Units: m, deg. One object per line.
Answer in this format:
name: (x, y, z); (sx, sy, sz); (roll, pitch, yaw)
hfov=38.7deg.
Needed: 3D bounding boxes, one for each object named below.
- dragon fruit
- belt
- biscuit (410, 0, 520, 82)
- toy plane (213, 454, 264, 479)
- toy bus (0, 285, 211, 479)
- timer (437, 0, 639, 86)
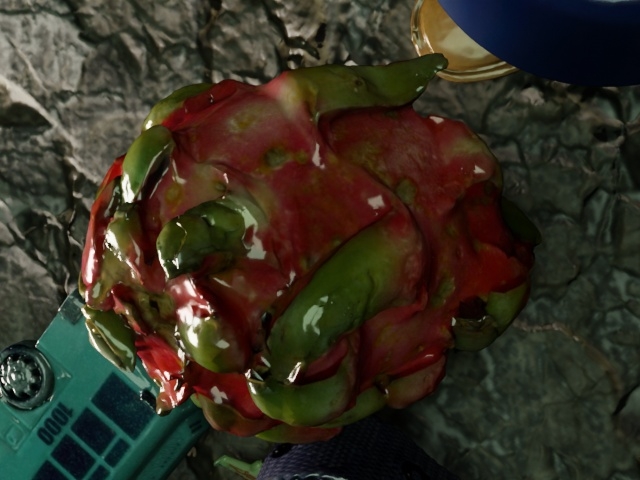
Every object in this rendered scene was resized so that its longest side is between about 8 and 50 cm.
dragon fruit: (-0.001, 0.012, 0.584); (0.231, 0.303, 0.236); (-7, 79, 54)
belt: (0.048, 0.224, 0.636); (0.140, 0.126, 0.230); (-38, 96, 24)
biscuit: (0.127, -0.178, 0.654); (0.140, 0.023, 0.118); (-30, 87, 16)
toy plane: (-0.038, 0.206, 0.717); (0.111, 0.040, 0.102); (-35, 87, 14)
toy bus: (-0.191, 0.156, 0.711); (0.147, 0.128, 0.256); (41, 105, 7)
timer: (0.168, -0.243, 0.439); (0.271, 0.383, 0.270); (0, 87, 8)
